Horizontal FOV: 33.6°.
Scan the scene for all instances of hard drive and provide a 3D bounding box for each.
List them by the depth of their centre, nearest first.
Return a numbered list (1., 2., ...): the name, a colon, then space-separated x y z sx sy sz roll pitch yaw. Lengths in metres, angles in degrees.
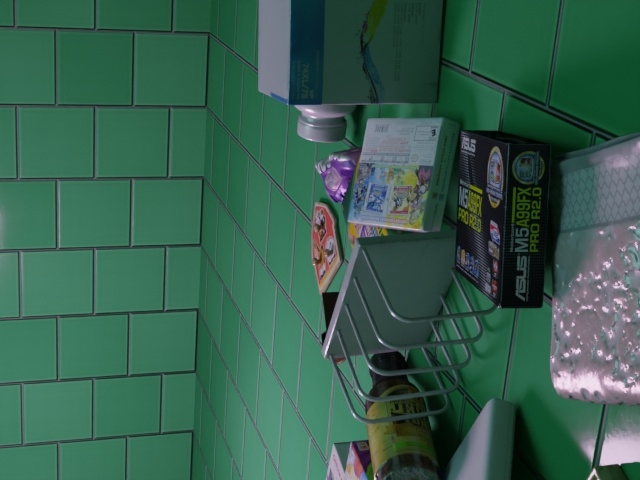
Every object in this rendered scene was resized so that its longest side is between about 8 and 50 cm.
1. hard drive: 0.212 0.433 1.514 0.233 0.047 0.353 109 176 -48

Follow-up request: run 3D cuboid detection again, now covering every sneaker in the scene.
1. sneaker: 0.058 -0.127 2.114 0.236 0.095 0.104 160 101 -77

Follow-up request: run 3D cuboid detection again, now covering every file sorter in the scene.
1. file sorter: 0.141 0.145 1.703 0.278 0.193 0.173 106 152 -43

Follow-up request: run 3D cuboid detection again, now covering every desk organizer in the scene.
1. desk organizer: 0.028 0.177 2.284 0.047 0.050 0.130 134 131 -66

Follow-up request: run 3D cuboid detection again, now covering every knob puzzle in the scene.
1. knob puzzle: 0.000 0.000 2.392 0.213 0.030 0.213 178 90 -73

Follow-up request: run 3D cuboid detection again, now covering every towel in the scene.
1. towel: 0.358 0.036 1.233 0.332 0.053 0.317 164 104 -73

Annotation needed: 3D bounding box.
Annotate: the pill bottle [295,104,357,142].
1. pill bottle: 0.013 -0.330 2.142 0.136 0.136 0.246 -126 38 -60

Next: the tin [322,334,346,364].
1. tin: 0.067 0.145 1.992 0.190 0.040 0.106 -57 17 -6

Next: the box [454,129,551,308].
1. box: 0.247 -0.039 1.475 0.270 0.060 0.216 -120 30 -78

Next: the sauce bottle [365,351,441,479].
1. sauce bottle: 0.131 0.312 1.814 0.344 0.111 0.111 -99 15 -59

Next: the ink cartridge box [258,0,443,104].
1. ink cartridge box: 0.047 -0.341 1.814 0.198 0.270 0.197 -139 49 -67

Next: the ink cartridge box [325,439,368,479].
1. ink cartridge box: 0.069 0.528 2.121 0.154 0.093 0.212 -115 30 -52

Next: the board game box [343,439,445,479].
1. board game box: 0.146 0.476 1.789 0.275 0.142 0.144 -119 32 -55

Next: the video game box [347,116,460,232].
1. video game box: 0.137 -0.110 1.775 0.205 0.048 0.187 9 85 55

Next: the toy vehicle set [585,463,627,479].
1. toy vehicle set: 0.346 0.426 1.329 0.166 0.035 0.267 -109 25 -43

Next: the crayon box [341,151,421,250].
1. crayon box: 0.121 -0.009 1.921 0.165 0.081 0.278 111 152 -50
